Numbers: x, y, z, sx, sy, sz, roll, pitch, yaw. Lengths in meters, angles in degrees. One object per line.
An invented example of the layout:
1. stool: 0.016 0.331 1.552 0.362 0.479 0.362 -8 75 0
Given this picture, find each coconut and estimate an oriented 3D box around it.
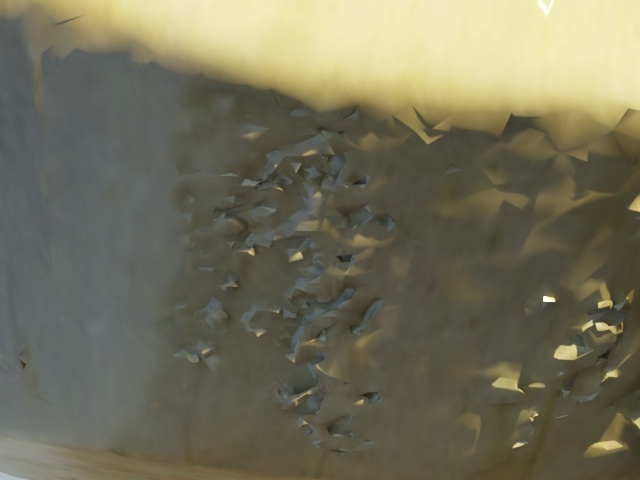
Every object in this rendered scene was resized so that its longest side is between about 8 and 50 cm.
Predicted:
1. coconut: 0.007 -0.079 0.482 0.352 0.353 0.352 22 -90 -89
